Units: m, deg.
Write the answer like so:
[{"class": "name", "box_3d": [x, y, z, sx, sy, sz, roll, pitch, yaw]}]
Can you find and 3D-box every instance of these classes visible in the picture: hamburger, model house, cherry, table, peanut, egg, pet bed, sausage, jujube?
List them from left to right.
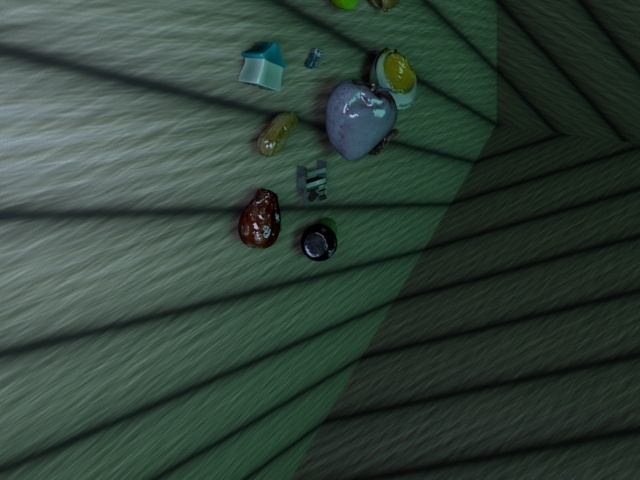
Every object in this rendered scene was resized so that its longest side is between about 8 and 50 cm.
[{"class": "jujube", "box_3d": [-0.228, -0.085, 1.581, 0.168, 0.168, 0.236, 16, 87, -56]}, {"class": "model house", "box_3d": [-0.195, -0.600, 1.397, 0.127, 0.101, 0.148, -5, 113, -54]}, {"class": "peanut", "box_3d": [-0.163, -0.406, 1.556, 0.225, 0.095, 0.108, -58, 160, -22]}, {"class": "table", "box_3d": [-0.036, -0.260, 1.834, 0.146, 0.063, 0.175, -26, 126, -45]}, {"class": "cherry", "box_3d": [0.161, -0.532, 1.765, 0.335, 0.291, 0.326, -45, 148, 11]}, {"class": "pet bed", "box_3d": [0.292, -0.545, 2.152, 0.201, 0.054, 0.201, -38, 140, -40]}, {"class": "hamburger", "box_3d": [0.291, -1.108, 1.797, 0.182, 0.118, 0.190, -36, 138, -35]}, {"class": "egg", "box_3d": [0.323, -0.765, 1.988, 0.286, 0.174, 0.264, 50, 63, -26]}, {"class": "sausage", "box_3d": [0.389, -0.581, 2.285, 0.129, 0.034, 0.034, -46, 140, -31]}]

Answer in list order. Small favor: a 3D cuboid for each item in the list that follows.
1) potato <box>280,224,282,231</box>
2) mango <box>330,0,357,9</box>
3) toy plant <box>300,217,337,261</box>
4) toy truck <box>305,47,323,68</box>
[{"class": "potato", "box_3d": [-0.196, -0.059, 1.720, 0.083, 0.062, 0.068, 31, 111, -33]}, {"class": "mango", "box_3d": [0.071, -0.973, 1.564, 0.233, 0.111, 0.125, 2, 110, -56]}, {"class": "toy plant", "box_3d": [0.000, 0.000, 1.949, 0.235, 0.176, 0.217, -39, 152, -79]}, {"class": "toy truck", "box_3d": [-0.027, -0.722, 1.625, 0.044, 0.039, 0.083, 25, 88, -42]}]
